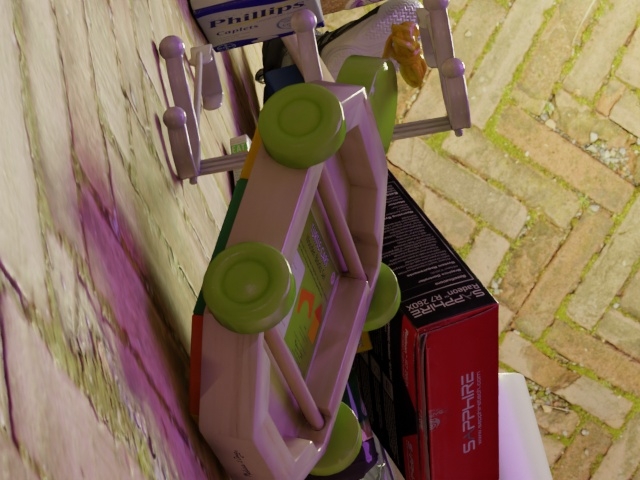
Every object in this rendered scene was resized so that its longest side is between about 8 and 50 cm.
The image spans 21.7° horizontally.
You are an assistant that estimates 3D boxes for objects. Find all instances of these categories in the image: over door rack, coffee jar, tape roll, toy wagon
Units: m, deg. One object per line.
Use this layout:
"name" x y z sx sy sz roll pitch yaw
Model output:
"over door rack" -0.007 -0.149 1.408 0.324 0.239 0.108 -91 171 -73
"coffee jar" -0.004 0.133 1.526 0.096 0.079 0.184 120 -45 -86
"tape roll" 0.153 0.276 2.041 0.246 0.246 0.169 62 14 -74
"toy wagon" 0.000 0.000 1.158 0.267 0.068 0.344 69 34 -60

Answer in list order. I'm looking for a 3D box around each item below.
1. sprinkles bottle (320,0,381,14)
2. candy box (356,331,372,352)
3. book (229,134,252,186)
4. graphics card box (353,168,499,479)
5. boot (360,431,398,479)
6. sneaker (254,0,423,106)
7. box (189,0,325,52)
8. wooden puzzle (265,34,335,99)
"sprinkles bottle" 0.048 -0.344 2.037 0.121 0.355 0.121 -15 90 -86
"candy box" -0.004 0.064 1.653 0.206 0.027 0.105 159 -82 -71
"book" -0.064 -0.021 1.651 0.096 0.035 0.144 67 11 -50
"graphics card box" 0.059 0.060 1.667 0.371 0.094 0.233 -128 -155 -48
"boot" 0.023 0.234 1.699 0.189 0.076 0.208 61 18 -5
"sneaker" 0.012 -0.254 2.157 0.101 0.268 0.153 24 34 -44
"box" -0.069 -0.260 1.736 0.137 0.126 0.072 57 20 -76
"wooden puzzle" 0.012 -0.052 1.998 0.348 0.080 0.322 79 -14 -48
